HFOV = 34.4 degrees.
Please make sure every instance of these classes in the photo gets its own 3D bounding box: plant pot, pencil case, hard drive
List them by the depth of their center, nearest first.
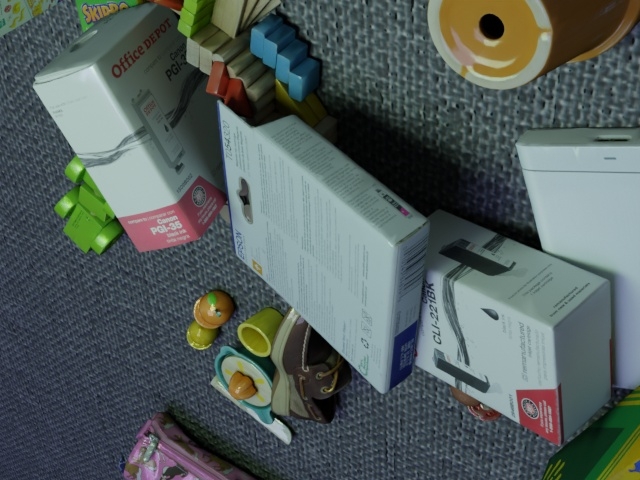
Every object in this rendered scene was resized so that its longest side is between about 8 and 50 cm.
[{"bbox_3d":[0.204,-0.246,1.011,0.205,0.188,0.205,24,136,25],"label":"plant pot"},{"bbox_3d":[0.378,0.033,1.215,0.233,0.047,0.353,4,127,39],"label":"hard drive"},{"bbox_3d":[-0.211,0.500,2.060,0.386,0.167,0.160,30,103,18],"label":"pencil case"}]

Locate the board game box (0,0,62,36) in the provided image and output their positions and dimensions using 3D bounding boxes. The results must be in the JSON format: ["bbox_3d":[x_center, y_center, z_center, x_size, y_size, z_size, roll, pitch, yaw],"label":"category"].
[{"bbox_3d":[-0.401,-0.392,1.346,0.142,0.275,0.144,31,139,18],"label":"board game box"}]

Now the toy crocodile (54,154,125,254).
[{"bbox_3d":[-0.365,-0.075,1.744,0.115,0.105,0.340,43,146,2],"label":"toy crocodile"}]

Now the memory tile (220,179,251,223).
[{"bbox_3d":[-0.089,-0.032,1.596,0.148,0.012,0.113,36,140,10],"label":"memory tile"}]

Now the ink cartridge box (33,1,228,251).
[{"bbox_3d":[-0.235,-0.159,1.432,0.117,0.207,0.283,-10,122,31],"label":"ink cartridge box"}]

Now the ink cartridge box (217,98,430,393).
[{"bbox_3d":[0.000,0.000,1.363,0.330,0.071,0.324,43,153,29],"label":"ink cartridge box"}]

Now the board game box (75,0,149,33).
[{"bbox_3d":[-0.294,-0.282,1.540,0.124,0.039,0.259,18,137,27],"label":"board game box"}]

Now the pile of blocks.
[{"bbox_3d":[-0.108,-0.246,1.334,0.362,0.112,0.149,50,144,-11],"label":"pile of blocks"}]

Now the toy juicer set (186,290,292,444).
[{"bbox_3d":[-0.157,0.230,1.824,0.209,0.089,0.329,22,136,25],"label":"toy juicer set"}]

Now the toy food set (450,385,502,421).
[{"bbox_3d":[0.249,0.212,1.465,0.218,0.071,0.128,-19,110,48],"label":"toy food set"}]

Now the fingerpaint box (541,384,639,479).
[{"bbox_3d":[0.528,0.359,1.237,0.445,0.163,0.371,31,140,2],"label":"fingerpaint box"}]

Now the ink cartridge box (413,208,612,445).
[{"bbox_3d":[0.223,0.103,1.312,0.273,0.114,0.197,27,141,43],"label":"ink cartridge box"}]

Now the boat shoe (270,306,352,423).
[{"bbox_3d":[-0.003,0.191,1.642,0.123,0.123,0.342,23,141,13],"label":"boat shoe"}]
